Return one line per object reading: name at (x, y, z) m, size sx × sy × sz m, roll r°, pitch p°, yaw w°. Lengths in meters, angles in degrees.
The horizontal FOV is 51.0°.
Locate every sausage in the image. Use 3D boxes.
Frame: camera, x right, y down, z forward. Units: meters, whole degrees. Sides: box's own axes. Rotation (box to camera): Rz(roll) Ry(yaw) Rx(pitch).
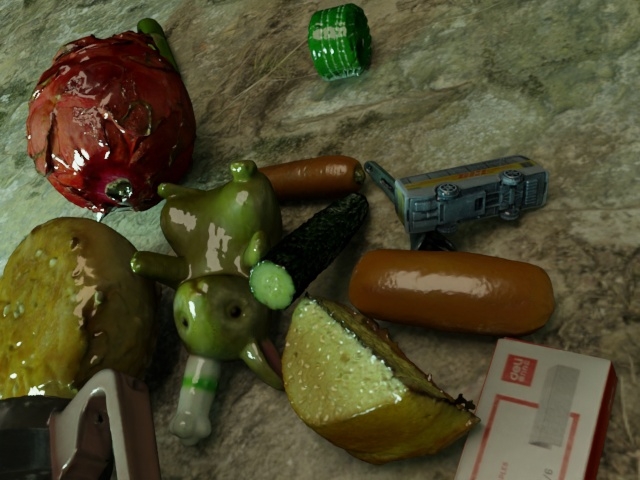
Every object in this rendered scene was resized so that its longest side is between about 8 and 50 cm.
sausage at (0.152, 0.059, 0.789) m, size 0.238 × 0.098 × 0.098 m, roll 4°, pitch 57°, yaw 23°

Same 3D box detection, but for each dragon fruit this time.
dragon fruit at (-0.354, -0.197, 1.151) m, size 0.295 × 0.296 × 0.302 m, roll -21°, pitch 50°, yaw 13°

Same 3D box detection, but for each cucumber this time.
cucumber at (0.000, 0.000, 0.883) m, size 0.067 × 0.068 × 0.293 m, roll -3°, pitch 20°, yaw 27°

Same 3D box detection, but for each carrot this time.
carrot at (-0.032, -0.092, 1.037) m, size 0.225 × 0.067 × 0.067 m, roll -5°, pitch 53°, yaw 28°

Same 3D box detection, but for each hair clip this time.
hair clip at (0.114, -0.043, 0.936) m, size 0.039 × 0.070 × 0.230 m, roll -62°, pitch 32°, yaw 25°

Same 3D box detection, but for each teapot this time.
teapot at (-0.295, 0.330, 0.684) m, size 0.376 × 0.305 × 0.362 m, roll -49°, pitch 38°, yaw 10°

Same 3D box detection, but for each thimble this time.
thimble at (0.034, -0.346, 1.172) m, size 0.090 × 0.118 × 0.130 m, roll -5°, pitch 79°, yaw 21°

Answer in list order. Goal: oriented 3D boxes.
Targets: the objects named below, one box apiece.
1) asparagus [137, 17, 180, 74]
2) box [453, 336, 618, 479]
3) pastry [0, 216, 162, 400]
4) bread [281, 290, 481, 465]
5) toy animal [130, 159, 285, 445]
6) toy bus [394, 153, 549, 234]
asparagus at (-0.352, -0.406, 1.468) m, size 0.059 × 0.067 × 0.278 m, roll -12°, pitch 48°, yaw -16°
box at (0.209, 0.216, 0.670) m, size 0.122 × 0.050 × 0.230 m, roll 8°, pitch 59°, yaw 34°
pastry at (-0.339, 0.131, 0.945) m, size 0.284 × 0.184 × 0.316 m, roll 4°, pitch 77°, yaw 38°
bread at (0.041, 0.165, 0.747) m, size 0.260 × 0.129 × 0.134 m, roll 32°, pitch 93°, yaw 53°
toy animal at (-0.132, 0.065, 0.890) m, size 0.180 × 0.180 × 0.363 m, roll -13°, pitch 51°, yaw 14°
toy bus at (0.189, -0.059, 0.855) m, size 0.190 × 0.064 × 0.075 m, roll -13°, pitch 34°, yaw -11°
